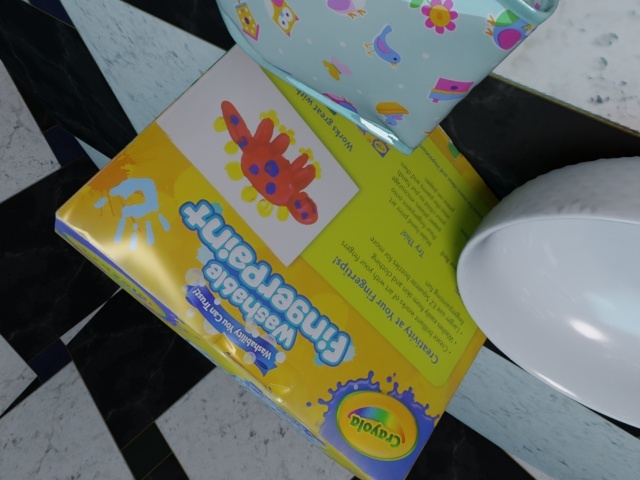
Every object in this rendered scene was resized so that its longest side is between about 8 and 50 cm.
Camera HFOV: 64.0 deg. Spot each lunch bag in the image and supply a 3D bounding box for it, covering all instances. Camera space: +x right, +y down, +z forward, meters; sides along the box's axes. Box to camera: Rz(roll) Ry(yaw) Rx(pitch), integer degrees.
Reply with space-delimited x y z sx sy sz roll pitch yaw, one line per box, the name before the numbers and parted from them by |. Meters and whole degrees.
lunch bag | 0.031 -0.222 0.400 0.262 0.160 0.223 33 160 -3

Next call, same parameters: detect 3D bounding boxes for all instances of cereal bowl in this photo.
cereal bowl | 0.316 0.046 0.494 0.339 0.141 0.339 29 154 16

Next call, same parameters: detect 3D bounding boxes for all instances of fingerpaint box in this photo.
fingerpaint box | 0.000 0.000 0.612 0.445 0.371 0.163 44 158 -18
